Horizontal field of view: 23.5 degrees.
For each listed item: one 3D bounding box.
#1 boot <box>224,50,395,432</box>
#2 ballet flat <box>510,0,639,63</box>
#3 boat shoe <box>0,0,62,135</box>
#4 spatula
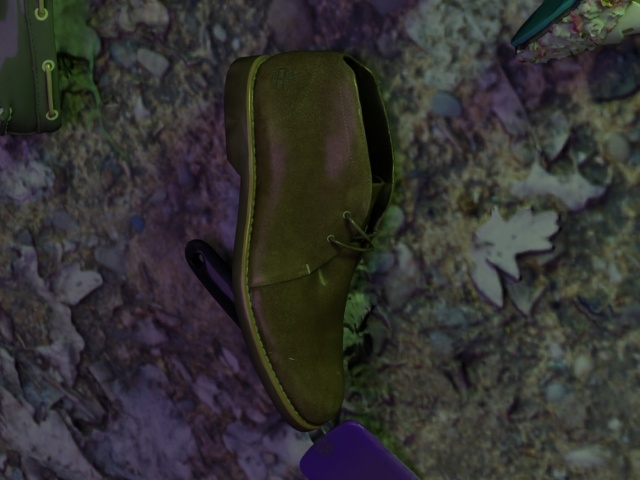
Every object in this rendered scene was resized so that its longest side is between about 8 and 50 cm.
[{"bbox_3d":[0.000,0.000,1.212,0.115,0.112,0.305,-5,92,24],"label":"boot"},{"bbox_3d":[0.225,-0.189,1.033,0.077,0.091,0.241,38,126,-4],"label":"ballet flat"},{"bbox_3d":[-0.262,-0.240,1.345,0.109,0.091,0.305,-139,53,-64],"label":"boat shoe"},{"bbox_3d":[-0.026,0.118,1.304,0.084,0.030,0.296,-44,76,32],"label":"spatula"}]
